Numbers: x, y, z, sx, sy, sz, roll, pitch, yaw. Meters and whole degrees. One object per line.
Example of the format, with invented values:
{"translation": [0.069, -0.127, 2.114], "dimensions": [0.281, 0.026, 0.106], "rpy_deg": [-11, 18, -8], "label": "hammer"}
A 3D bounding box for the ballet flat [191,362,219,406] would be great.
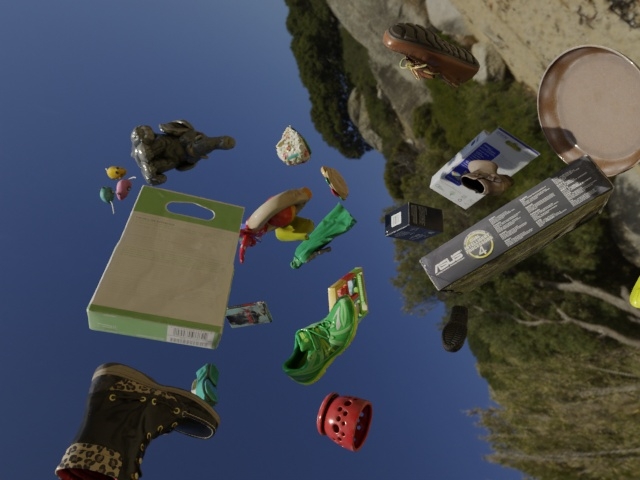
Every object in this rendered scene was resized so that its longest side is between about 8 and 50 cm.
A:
{"translation": [-0.374, 0.480, 1.383], "dimensions": [0.083, 0.087, 0.247], "rpy_deg": [56, 175, -13], "label": "ballet flat"}

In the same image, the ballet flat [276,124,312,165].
{"translation": [-0.076, -0.240, 1.094], "dimensions": [0.091, 0.077, 0.241], "rpy_deg": [60, -177, -17], "label": "ballet flat"}

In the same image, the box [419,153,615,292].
{"translation": [0.460, -0.008, 1.017], "dimensions": [0.318, 0.395, 0.097], "rpy_deg": [11, -133, -61], "label": "box"}

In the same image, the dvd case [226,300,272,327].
{"translation": [-0.201, 0.206, 1.190], "dimensions": [0.013, 0.119, 0.087], "rpy_deg": [-97, -4, -47], "label": "dvd case"}

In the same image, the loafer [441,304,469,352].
{"translation": [0.466, 0.312, 1.464], "dimensions": [0.080, 0.078, 0.220], "rpy_deg": [8, -148, 28], "label": "loafer"}

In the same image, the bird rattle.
{"translation": [-0.128, -0.062, 1.085], "dimensions": [0.253, 0.207, 0.143], "rpy_deg": [-13, -114, -43], "label": "bird rattle"}

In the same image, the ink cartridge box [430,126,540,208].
{"translation": [0.526, -0.241, 1.405], "dimensions": [0.165, 0.332, 0.065], "rpy_deg": [30, -125, -11], "label": "ink cartridge box"}

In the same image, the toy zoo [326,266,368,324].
{"translation": [0.099, 0.230, 1.569], "dimensions": [0.293, 0.030, 0.192], "rpy_deg": [-27, -69, -59], "label": "toy zoo"}

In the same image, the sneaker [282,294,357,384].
{"translation": [0.000, 0.280, 1.208], "dimensions": [0.123, 0.295, 0.109], "rpy_deg": [29, -172, -34], "label": "sneaker"}

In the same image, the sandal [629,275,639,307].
{"translation": [0.632, 0.091, 0.712], "dimensions": [0.138, 0.126, 0.317], "rpy_deg": [23, -169, 26], "label": "sandal"}

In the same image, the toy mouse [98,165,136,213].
{"translation": [-0.595, -0.148, 1.238], "dimensions": [0.031, 0.161, 0.143], "rpy_deg": [24, -109, -59], "label": "toy mouse"}

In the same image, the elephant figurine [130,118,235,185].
{"translation": [-0.382, -0.253, 1.186], "dimensions": [0.239, 0.169, 0.186], "rpy_deg": [-24, -109, -25], "label": "elephant figurine"}

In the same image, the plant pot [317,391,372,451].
{"translation": [0.091, 0.697, 1.678], "dimensions": [0.174, 0.191, 0.191], "rpy_deg": [10, -163, 26], "label": "plant pot"}

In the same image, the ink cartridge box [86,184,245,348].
{"translation": [-0.214, 0.032, 0.640], "dimensions": [0.171, 0.056, 0.235], "rpy_deg": [12, -133, -12], "label": "ink cartridge box"}

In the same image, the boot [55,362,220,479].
{"translation": [-0.447, 0.508, 1.101], "dimensions": [0.377, 0.138, 0.284], "rpy_deg": [39, -156, -23], "label": "boot"}

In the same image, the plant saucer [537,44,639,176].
{"translation": [0.641, -0.301, 1.000], "dimensions": [0.310, 0.050, 0.310], "rpy_deg": [62, 171, 17], "label": "plant saucer"}

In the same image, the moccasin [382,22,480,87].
{"translation": [0.340, -0.575, 1.368], "dimensions": [0.380, 0.147, 0.139], "rpy_deg": [-2, -122, -40], "label": "moccasin"}

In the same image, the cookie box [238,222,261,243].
{"translation": [-0.279, -0.025, 1.580], "dimensions": [0.107, 0.092, 0.040], "rpy_deg": [47, -137, -62], "label": "cookie box"}

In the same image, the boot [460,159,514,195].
{"translation": [0.290, -0.116, 0.786], "dimensions": [0.087, 0.042, 0.118], "rpy_deg": [-13, -149, -27], "label": "boot"}

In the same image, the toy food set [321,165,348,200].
{"translation": [0.035, -0.130, 0.981], "dimensions": [0.083, 0.020, 0.082], "rpy_deg": [28, -141, -50], "label": "toy food set"}

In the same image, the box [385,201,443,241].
{"translation": [0.347, -0.065, 1.603], "dimensions": [0.158, 0.156, 0.093], "rpy_deg": [10, -108, -23], "label": "box"}

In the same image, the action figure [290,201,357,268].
{"translation": [0.000, 0.000, 1.257], "dimensions": [0.063, 0.232, 0.137], "rpy_deg": [46, -174, -31], "label": "action figure"}
